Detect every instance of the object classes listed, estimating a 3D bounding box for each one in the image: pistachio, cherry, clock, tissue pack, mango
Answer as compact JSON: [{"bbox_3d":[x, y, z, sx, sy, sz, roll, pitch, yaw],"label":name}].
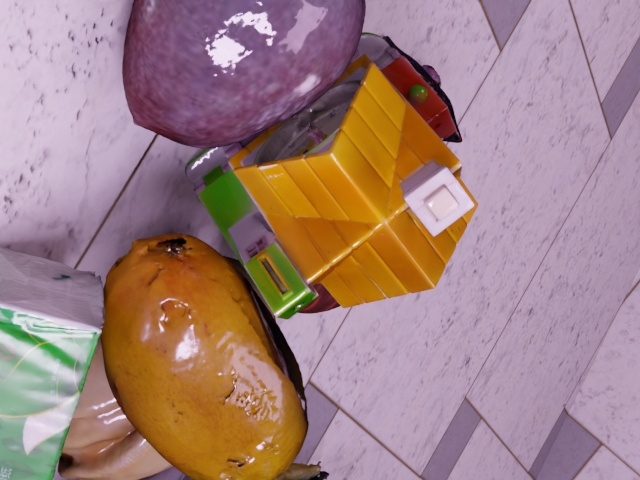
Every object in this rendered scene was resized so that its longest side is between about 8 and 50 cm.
[{"bbox_3d":[-0.145,0.116,1.571,0.293,0.181,0.162,-44,111,-35],"label":"pistachio"},{"bbox_3d":[-0.061,-0.191,1.389,0.266,0.183,0.213,-47,154,-1],"label":"cherry"},{"bbox_3d":[0.021,-0.051,1.475,0.235,0.309,0.166,-38,111,2],"label":"clock"},{"bbox_3d":[-0.278,0.122,1.342,0.148,0.156,0.209,-110,-142,-71],"label":"tissue pack"},{"bbox_3d":[-0.104,0.111,1.415,0.151,0.156,0.249,-38,120,-21],"label":"mango"}]

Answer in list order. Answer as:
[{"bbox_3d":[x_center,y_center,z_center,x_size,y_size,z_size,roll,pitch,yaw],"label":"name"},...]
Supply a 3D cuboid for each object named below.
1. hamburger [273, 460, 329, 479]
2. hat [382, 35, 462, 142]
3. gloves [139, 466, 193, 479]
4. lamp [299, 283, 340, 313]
[{"bbox_3d":[-0.054,0.431,2.081,0.192,0.167,0.288,-1,116,-66],"label":"hamburger"},{"bbox_3d":[0.107,-0.149,1.877,0.129,0.140,0.227,-64,172,29],"label":"hat"},{"bbox_3d":[-0.183,0.264,1.589,0.142,0.119,0.285,-53,169,29],"label":"gloves"},{"bbox_3d":[-0.002,0.011,1.757,0.223,0.215,0.151,20,65,-36],"label":"lamp"}]
